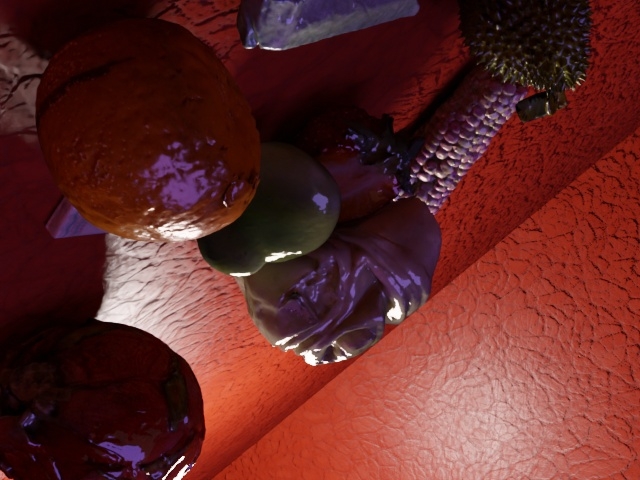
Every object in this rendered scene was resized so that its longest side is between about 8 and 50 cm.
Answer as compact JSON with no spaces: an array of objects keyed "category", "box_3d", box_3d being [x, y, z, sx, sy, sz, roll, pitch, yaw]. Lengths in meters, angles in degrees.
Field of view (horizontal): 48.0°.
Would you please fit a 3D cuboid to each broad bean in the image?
[{"category":"broad bean","box_3d":[-0.075,-0.041,0.894,0.228,0.169,0.100,-18,-145,28]}]

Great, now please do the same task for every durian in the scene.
[{"category":"durian","box_3d":[0.244,-0.257,0.842,0.146,0.198,0.159,-35,144,29]}]

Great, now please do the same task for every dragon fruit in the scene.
[{"category":"dragon fruit","box_3d":[-0.303,0.246,0.998,0.277,0.277,0.342,-32,150,-13]}]

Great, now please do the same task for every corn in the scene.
[{"category":"corn","box_3d":[0.199,-0.145,1.183,0.127,0.126,0.335,-16,151,-48]}]

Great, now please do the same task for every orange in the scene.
[{"category":"orange","box_3d":[-0.141,-0.085,0.589,0.161,0.193,0.193,-26,164,9]}]

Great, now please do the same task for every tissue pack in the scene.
[{"category":"tissue pack","box_3d":[-0.243,-0.030,0.796,0.056,0.023,0.108,-47,160,30]}]

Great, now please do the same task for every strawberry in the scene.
[{"category":"strawberry","box_3d":[0.017,-0.089,0.971,0.174,0.098,0.228,21,138,-30]}]

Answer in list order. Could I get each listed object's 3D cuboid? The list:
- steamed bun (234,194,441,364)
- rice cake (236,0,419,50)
[{"category":"steamed bun","box_3d":[0.025,0.067,1.090,0.320,0.206,0.275,-14,-172,36]},{"category":"rice cake","box_3d":[0.012,-0.236,0.686,0.206,0.063,0.069,-27,154,-32]}]
